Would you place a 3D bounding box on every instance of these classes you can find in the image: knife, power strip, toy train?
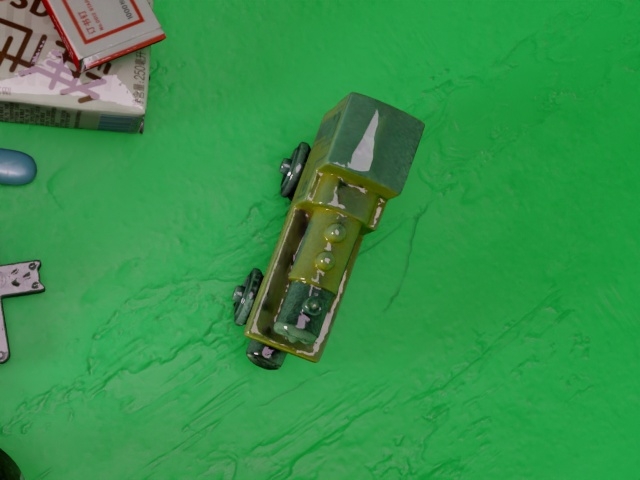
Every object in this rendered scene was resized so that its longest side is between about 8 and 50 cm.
[{"bbox_3d":[-0.495,-0.100,1.611,0.222,0.031,0.064,2,78,-17],"label":"knife"},{"bbox_3d":[-0.440,0.057,1.586,0.145,0.061,0.215,-9,85,-14],"label":"power strip"},{"bbox_3d":[0.000,0.000,1.614,0.150,0.237,0.368,22,77,-12],"label":"toy train"}]

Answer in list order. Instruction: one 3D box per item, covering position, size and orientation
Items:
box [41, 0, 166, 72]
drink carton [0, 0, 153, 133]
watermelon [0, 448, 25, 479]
[{"bbox_3d":[-0.303,-0.332,1.549,0.123,0.050,0.229,-26,83,-17],"label":"box"},{"bbox_3d":[-0.385,-0.260,1.611,0.325,0.132,0.194,4,80,-13],"label":"drink carton"},{"bbox_3d":[-0.505,0.371,1.384,0.363,0.363,0.363,2,81,-14],"label":"watermelon"}]
